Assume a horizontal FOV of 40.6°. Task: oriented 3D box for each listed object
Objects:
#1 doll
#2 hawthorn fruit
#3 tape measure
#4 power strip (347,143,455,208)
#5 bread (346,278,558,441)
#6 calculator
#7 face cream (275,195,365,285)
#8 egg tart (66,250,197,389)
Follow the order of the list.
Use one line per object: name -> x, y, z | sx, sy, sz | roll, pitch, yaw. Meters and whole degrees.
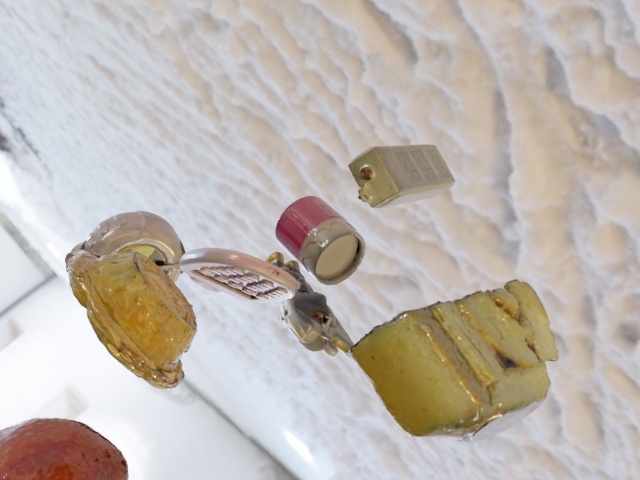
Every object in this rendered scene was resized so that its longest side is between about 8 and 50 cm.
doll -> -0.037, 0.133, 1.787 | 0.145, 0.103, 0.316 | 58, -179, -41
hawthorn fruit -> -0.336, 0.315, 0.975 | 0.205, 0.253, 0.205 | 13, 116, 28
tape measure -> -0.361, 0.039, 1.684 | 0.236, 0.197, 0.120 | 35, -167, -37
power strip -> 0.123, -0.095, 1.237 | 0.272, 0.052, 0.078 | -13, -107, -61
bread -> 0.272, 0.258, 1.676 | 0.239, 0.395, 0.264 | -40, 67, 48
calculator -> -0.083, 0.035, 0.849 | 0.103, 0.024, 0.166 | 27, 163, -25
face cream -> 0.000, 0.000, 2.296 | 0.195, 0.175, 0.175 | 42, 162, 39
egg tart -> -0.291, 0.114, 1.396 | 0.288, 0.118, 0.288 | 53, -177, -3
